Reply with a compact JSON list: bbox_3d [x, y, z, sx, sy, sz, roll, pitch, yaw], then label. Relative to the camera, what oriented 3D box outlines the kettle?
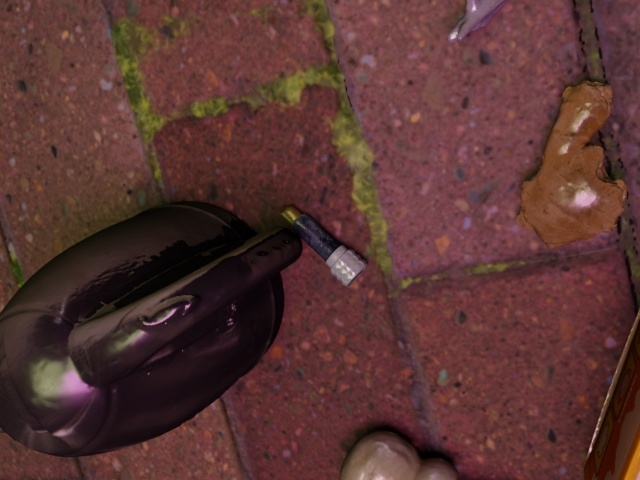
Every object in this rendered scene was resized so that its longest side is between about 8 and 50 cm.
[{"bbox_3d":[-0.162,0.080,0.739,0.320,0.324,0.228,-26,94,22],"label":"kettle"}]

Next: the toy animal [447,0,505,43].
[{"bbox_3d":[0.115,-0.293,0.689,0.367,0.081,0.206,-23,97,18],"label":"toy animal"}]

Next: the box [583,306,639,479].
[{"bbox_3d":[0.408,0.176,0.635,0.283,0.214,0.260,17,105,13],"label":"box"}]

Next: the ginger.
[{"bbox_3d":[0.251,-0.066,0.705,0.096,0.067,0.165,27,111,34],"label":"ginger"}]

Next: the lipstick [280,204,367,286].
[{"bbox_3d":[0.000,0.000,0.824,0.116,0.037,0.037,44,112,9],"label":"lipstick"}]

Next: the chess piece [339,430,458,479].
[{"bbox_3d":[0.133,0.300,0.807,0.243,0.133,0.133,29,110,14],"label":"chess piece"}]
